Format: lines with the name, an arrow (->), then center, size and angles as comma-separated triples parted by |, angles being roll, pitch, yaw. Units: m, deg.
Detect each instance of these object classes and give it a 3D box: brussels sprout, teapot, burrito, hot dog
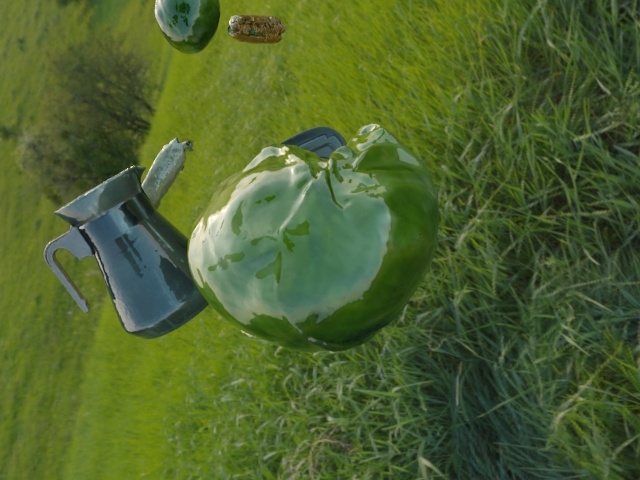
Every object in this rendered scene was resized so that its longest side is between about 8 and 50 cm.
brussels sprout -> 0.007, 0.016, 0.933 | 0.425, 0.342, 0.361 | -23, 38, 1
teapot -> -0.426, 0.038, 1.255 | 0.300, 0.344, 0.253 | -33, 16, -9
burrito -> -0.390, -0.159, 1.375 | 0.060, 0.087, 0.226 | 37, 101, 10
brussels sprout -> -0.287, -0.501, 1.207 | 0.144, 0.161, 0.180 | -19, 94, 1
hot dog -> -0.163, -0.558, 1.473 | 0.055, 0.188, 0.072 | 16, 115, 43

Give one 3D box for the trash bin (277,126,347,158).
trash bin -> -0.009, -0.155, 1.488 | 0.220, 0.250, 0.219 | -22, 87, 4
